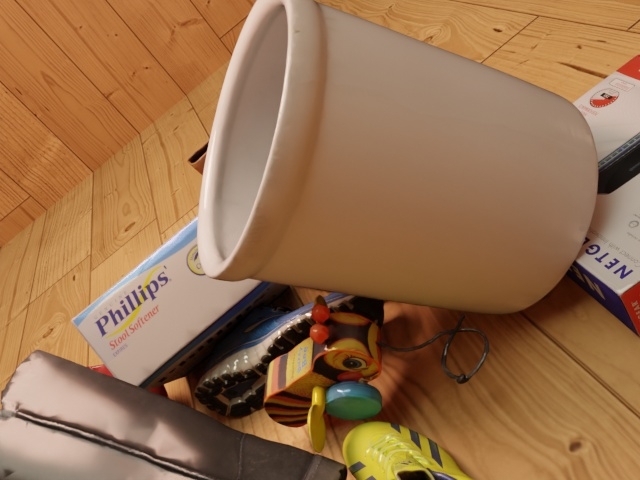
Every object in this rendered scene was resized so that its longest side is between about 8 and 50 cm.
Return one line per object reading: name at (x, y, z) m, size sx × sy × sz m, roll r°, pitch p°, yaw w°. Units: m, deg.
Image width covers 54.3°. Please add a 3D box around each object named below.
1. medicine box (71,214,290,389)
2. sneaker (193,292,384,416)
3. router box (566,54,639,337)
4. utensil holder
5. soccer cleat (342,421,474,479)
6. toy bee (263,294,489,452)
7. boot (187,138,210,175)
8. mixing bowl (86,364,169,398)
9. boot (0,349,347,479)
medicine box at (-0.207, 0.100, 1.024) m, size 0.263 × 0.149 × 0.289 m, roll -40°, pitch -7°, yaw -1°
sneaker at (-0.055, 0.141, 0.962) m, size 0.329 × 0.130 × 0.147 m, roll -28°, pitch 35°, yaw 20°
router box at (0.407, -0.080, 0.792) m, size 0.301 × 0.082 × 0.335 m, roll -37°, pitch 31°, yaw 4°
utensil holder at (0.078, -0.084, 0.763) m, size 0.327 × 0.385 × 0.328 m, roll -168°, pitch 90°, yaw -67°
soccer cleat at (0.100, 0.250, 0.654) m, size 0.093 × 0.121 × 0.289 m, roll -48°, pitch 27°, yaw -11°
toy bee at (0.019, 0.134, 0.760) m, size 0.298 × 0.162 × 0.195 m, roll -43°, pitch 34°, yaw 15°
boot at (-0.070, -0.146, 1.194) m, size 0.264 × 0.280 × 0.096 m, roll -37°, pitch 31°, yaw 6°
mixing bowl at (-0.315, 0.277, 1.055) m, size 0.098 × 0.182 × 0.181 m, roll -22°, pitch 20°, yaw -31°
boot at (-0.238, 0.334, 0.694) m, size 0.444 × 0.146 × 0.367 m, roll 16°, pitch 42°, yaw 14°
